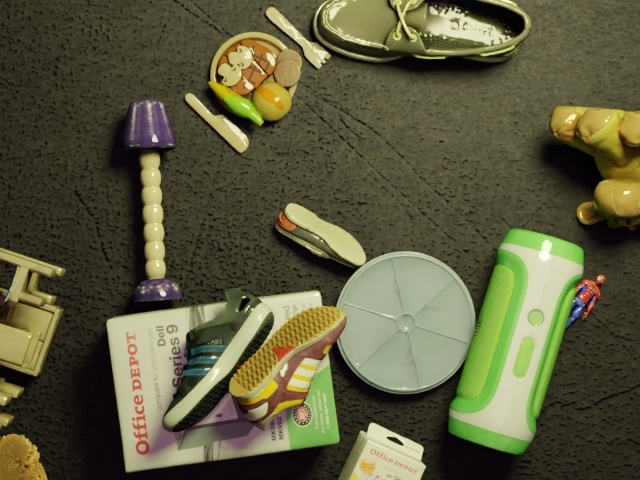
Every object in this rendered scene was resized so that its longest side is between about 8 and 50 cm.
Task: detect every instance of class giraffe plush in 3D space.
[{"bbox_3d":[0.424,-0.097,1.611,0.210,0.181,0.170,-2,100,-39],"label":"giraffe plush"}]

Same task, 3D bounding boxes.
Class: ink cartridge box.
[{"bbox_3d":[-0.133,0.189,1.558,0.289,0.121,0.211,-8,88,-5],"label":"ink cartridge box"},{"bbox_3d":[0.078,0.335,1.587,0.092,0.090,0.143,24,87,-3],"label":"ink cartridge box"}]

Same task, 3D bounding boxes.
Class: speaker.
[{"bbox_3d":[0.271,0.139,1.590,0.131,0.131,0.296,17,87,-4],"label":"speaker"}]

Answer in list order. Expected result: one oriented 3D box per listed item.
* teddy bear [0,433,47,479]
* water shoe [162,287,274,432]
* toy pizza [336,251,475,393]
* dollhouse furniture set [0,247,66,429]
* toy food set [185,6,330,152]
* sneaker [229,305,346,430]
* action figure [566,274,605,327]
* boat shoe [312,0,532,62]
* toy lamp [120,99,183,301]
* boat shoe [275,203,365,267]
[{"bbox_3d":[-0.522,0.348,1.530,0.338,0.113,0.245,-23,66,-2],"label":"teddy bear"},{"bbox_3d":[-0.145,0.153,1.472,0.080,0.073,0.203,36,79,19],"label":"water shoe"},{"bbox_3d":[0.119,0.116,1.626,0.201,0.032,0.201,0,89,-6],"label":"toy pizza"},{"bbox_3d":[-0.440,0.112,1.476,0.161,0.242,0.212,19,87,-4],"label":"dollhouse furniture set"},{"bbox_3d":[-0.090,-0.231,1.615,0.132,0.038,0.192,42,86,-2],"label":"toy food set"},{"bbox_3d":[-0.033,0.162,1.480,0.185,0.069,0.084,-38,126,-19],"label":"sneaker"},{"bbox_3d":[0.369,0.093,1.650,0.038,0.030,0.115,42,84,3],"label":"action figure"},{"bbox_3d":[0.143,-0.307,1.610,0.305,0.091,0.109,3,88,-5],"label":"boat shoe"},{"bbox_3d":[-0.231,-0.054,1.580,0.080,0.080,0.274,-5,89,-5],"label":"toy lamp"},{"bbox_3d":[0.000,0.000,1.616,0.137,0.049,0.043,32,128,-5],"label":"boat shoe"}]
